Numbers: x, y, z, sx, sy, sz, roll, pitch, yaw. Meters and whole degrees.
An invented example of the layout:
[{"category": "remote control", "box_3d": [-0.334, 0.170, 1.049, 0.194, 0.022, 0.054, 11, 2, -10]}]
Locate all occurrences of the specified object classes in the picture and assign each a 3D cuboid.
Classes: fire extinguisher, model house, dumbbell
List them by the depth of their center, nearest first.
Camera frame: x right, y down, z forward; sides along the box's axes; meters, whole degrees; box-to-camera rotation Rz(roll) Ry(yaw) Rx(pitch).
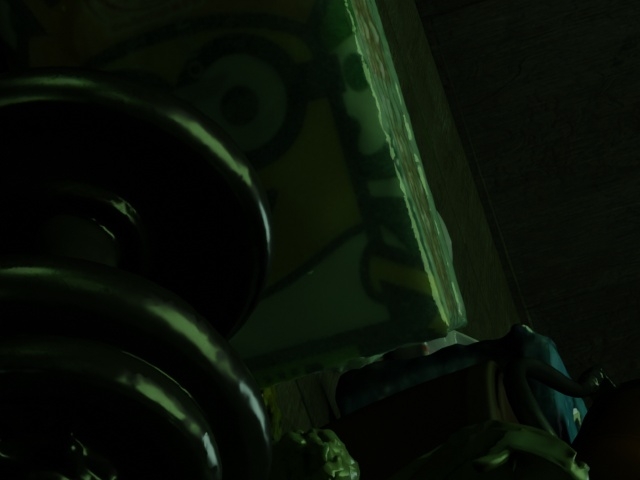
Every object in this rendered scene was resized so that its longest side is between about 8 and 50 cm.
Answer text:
[{"category": "dumbbell", "box_3d": [-0.115, 0.043, 0.768, 0.290, 0.192, 0.192, -93, 162, -52]}, {"category": "fire extinguisher", "box_3d": [0.220, 0.178, 1.373, 0.200, 0.113, 0.376, 32, 12, 8]}, {"category": "model house", "box_3d": [0.150, 0.273, 1.609, 0.215, 0.237, 0.303, 60, 19, -44]}]

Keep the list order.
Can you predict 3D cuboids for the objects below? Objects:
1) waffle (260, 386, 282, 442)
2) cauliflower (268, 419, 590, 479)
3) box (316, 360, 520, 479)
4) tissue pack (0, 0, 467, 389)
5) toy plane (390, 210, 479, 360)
[{"category": "waffle", "box_3d": [-0.076, 0.047, 1.285, 0.204, 0.054, 0.223, 74, 5, -61]}, {"category": "cauliflower", "box_3d": [0.000, 0.209, 0.911, 0.327, 0.281, 0.260, 53, -14, -20]}, {"category": "box", "box_3d": [0.073, 0.258, 1.303, 0.301, 0.216, 0.301, -15, 90, -77]}, {"category": "tissue pack", "box_3d": [-0.061, -0.057, 1.074, 0.128, 0.228, 0.311, 2, 71, -77]}, {"category": "toy plane", "box_3d": [0.112, 0.050, 2.040, 0.252, 0.118, 0.252, -19, 90, -80]}]
